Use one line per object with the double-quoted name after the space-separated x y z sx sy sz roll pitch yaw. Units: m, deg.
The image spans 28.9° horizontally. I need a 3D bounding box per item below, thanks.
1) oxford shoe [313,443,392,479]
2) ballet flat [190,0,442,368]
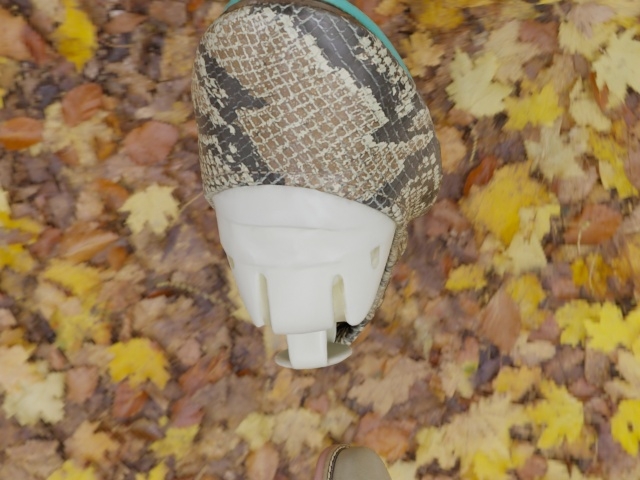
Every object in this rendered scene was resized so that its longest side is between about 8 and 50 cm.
0.104 0.358 1.139 0.146 0.140 0.397 -30 63 22 "oxford shoe"
0.000 0.000 0.899 0.164 0.483 0.182 7 76 5 "ballet flat"
